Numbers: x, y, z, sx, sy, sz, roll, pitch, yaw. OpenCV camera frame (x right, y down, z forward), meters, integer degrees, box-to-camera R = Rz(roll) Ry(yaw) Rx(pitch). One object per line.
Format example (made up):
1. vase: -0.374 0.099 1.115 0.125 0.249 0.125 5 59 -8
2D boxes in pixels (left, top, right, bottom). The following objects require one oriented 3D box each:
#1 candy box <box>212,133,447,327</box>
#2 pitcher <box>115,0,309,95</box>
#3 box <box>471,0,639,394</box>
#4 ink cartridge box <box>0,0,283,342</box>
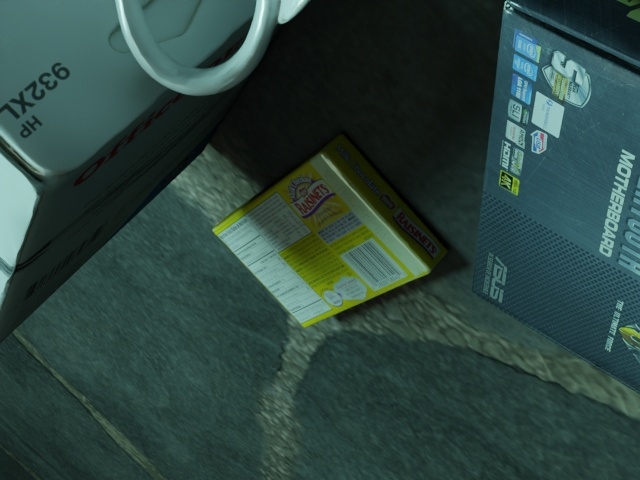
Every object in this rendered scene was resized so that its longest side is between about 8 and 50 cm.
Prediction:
1. candy box: 0.000 0.000 0.914 0.105 0.027 0.206 49 153 -6
2. pitcher: -0.058 -0.182 0.574 0.207 0.178 0.125 48 -170 -14
3. box: 0.168 -0.010 0.630 0.183 0.059 0.232 31 151 21
4. ink cartridge box: -0.146 -0.086 0.770 0.129 0.223 0.307 45 154 0
